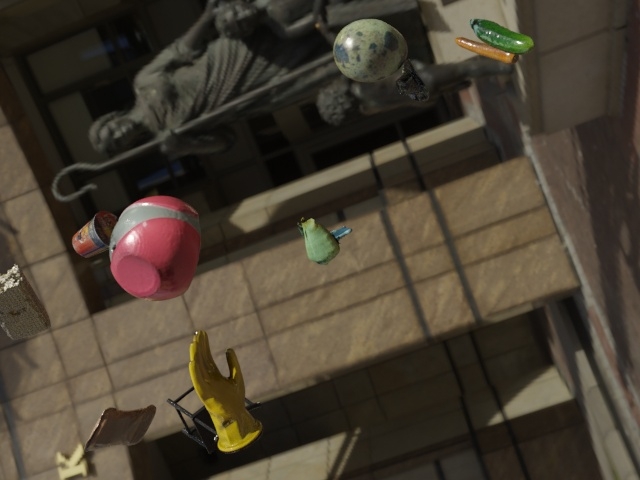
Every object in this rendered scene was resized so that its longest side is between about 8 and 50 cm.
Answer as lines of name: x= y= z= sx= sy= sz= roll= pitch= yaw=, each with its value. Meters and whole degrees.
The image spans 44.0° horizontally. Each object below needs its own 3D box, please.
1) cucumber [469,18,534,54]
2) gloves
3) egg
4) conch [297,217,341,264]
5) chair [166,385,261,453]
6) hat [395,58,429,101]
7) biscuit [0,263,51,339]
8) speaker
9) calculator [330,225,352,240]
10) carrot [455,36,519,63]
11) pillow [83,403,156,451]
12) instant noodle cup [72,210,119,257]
cucumber: x=0.283 y=-0.325 z=1.268 sx=0.155 sy=0.037 sz=0.037 roll=43 pitch=165 yaw=46
gloves: x=-0.242 y=0.349 z=1.883 sx=0.133 sy=0.116 sz=0.295 roll=-99 pitch=-11 yaw=-74
egg: x=0.117 y=-0.434 z=1.809 sx=0.141 sy=0.181 sz=0.141 roll=174 pitch=90 yaw=-66
conch: x=0.000 y=0.000 z=2.329 sx=0.079 sy=0.105 sz=0.170 roll=-98 pitch=-13 yaw=-60
chair: x=-0.276 y=0.477 z=2.140 sx=0.260 sy=0.154 sz=0.141 roll=18 pitch=136 yaw=48
hat: x=0.209 y=-0.375 z=1.894 sx=0.121 sy=0.050 sz=0.121 roll=60 pitch=167 yaw=23
biscuit: x=-0.748 y=0.157 z=1.936 sx=0.239 sy=0.108 sz=0.062 roll=84 pitch=163 yaw=-52
speaker: x=-0.448 y=0.016 z=2.199 sx=0.294 sy=0.294 sz=0.294 roll=-20 pitch=-90 yaw=-83
calculator: x=0.048 y=-0.015 z=2.446 sx=0.019 sy=0.094 sz=0.141 roll=59 pitch=164 yaw=-11
carrot: x=0.393 y=-0.457 z=1.898 sx=0.190 sy=0.037 sz=0.037 roll=28 pitch=155 yaw=41
pillow: x=-0.515 y=0.486 z=2.052 sx=0.034 sy=0.135 sz=0.211 roll=32 pitch=-172 yaw=28
instant noodle cup: x=-0.710 y=-0.011 z=2.511 sx=0.127 sy=0.135 sz=0.127 roll=37 pitch=-141 yaw=-38
